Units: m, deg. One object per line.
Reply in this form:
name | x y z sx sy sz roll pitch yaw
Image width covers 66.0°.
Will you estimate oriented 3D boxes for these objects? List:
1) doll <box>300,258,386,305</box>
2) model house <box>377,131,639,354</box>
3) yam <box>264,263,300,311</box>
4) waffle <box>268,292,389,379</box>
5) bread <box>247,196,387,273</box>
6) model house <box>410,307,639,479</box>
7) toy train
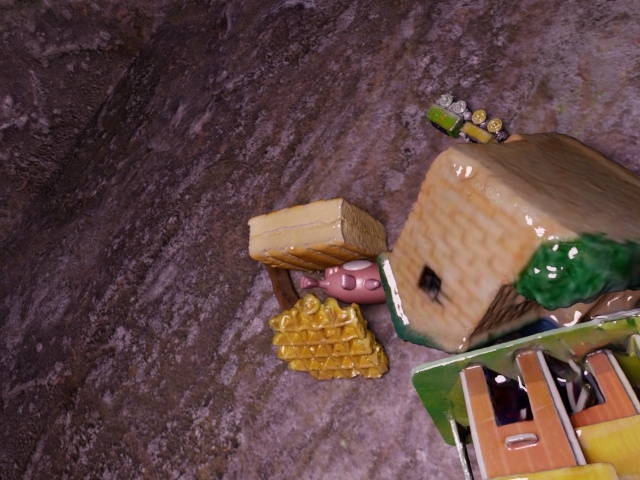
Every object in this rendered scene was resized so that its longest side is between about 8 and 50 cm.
doll | 0.083 0.084 0.993 0.211 0.262 0.093 167 104 -74
model house | 0.318 0.048 0.775 0.334 0.382 0.342 52 136 38
yam | -0.084 0.130 1.182 0.057 0.057 0.241 -35 54 14
waffle | -0.004 0.194 0.994 0.229 0.219 0.057 -11 35 27
bread | 0.000 0.000 1.080 0.239 0.246 0.111 -10 73 29
model house | 0.307 0.329 0.579 0.300 0.340 0.323 -18 34 17
toy train | 0.326 -0.261 1.108 0.081 0.060 0.202 -53 51 9
